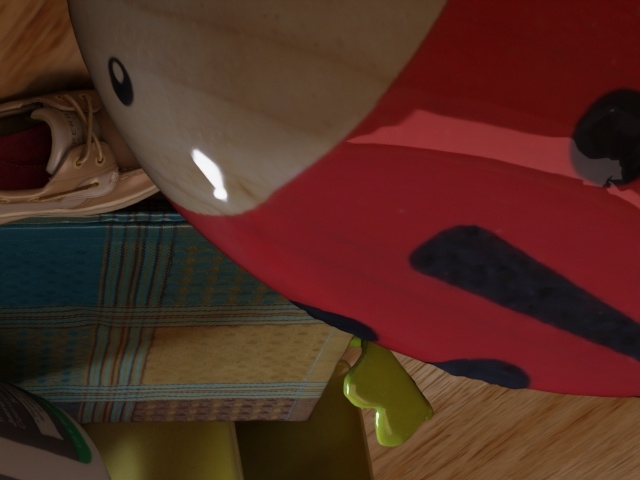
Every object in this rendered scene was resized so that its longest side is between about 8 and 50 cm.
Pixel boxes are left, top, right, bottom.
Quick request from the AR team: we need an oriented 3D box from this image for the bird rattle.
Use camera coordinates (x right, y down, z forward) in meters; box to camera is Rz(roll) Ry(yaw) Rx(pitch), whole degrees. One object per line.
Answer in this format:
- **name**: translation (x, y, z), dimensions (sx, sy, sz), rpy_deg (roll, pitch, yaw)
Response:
- **bird rattle**: translation (0.093, 0.010, 1.332), dimensions (0.207, 0.143, 0.253), rpy_deg (-17, 150, -50)

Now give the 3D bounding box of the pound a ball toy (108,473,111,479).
- **pound a ball toy**: translation (-0.338, 0.223, 1.390), dimensions (0.319, 0.135, 0.208), rpy_deg (-4, 179, -41)

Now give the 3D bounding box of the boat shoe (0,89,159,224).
- **boat shoe**: translation (-0.135, -0.045, 0.960), dimensions (0.170, 0.063, 0.059), rpy_deg (-18, 166, -11)

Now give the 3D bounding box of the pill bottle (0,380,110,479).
- **pill bottle**: translation (-0.292, 0.146, 1.057), dimensions (0.204, 0.204, 0.361), rpy_deg (-29, 152, 17)

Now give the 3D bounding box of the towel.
- **towel**: translation (-0.104, 0.044, 1.169), dimensions (0.272, 0.040, 0.370), rpy_deg (1, 157, -10)

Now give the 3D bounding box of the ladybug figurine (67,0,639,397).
- **ladybug figurine**: translation (0.089, -0.045, 0.863), dimensions (0.449, 0.161, 0.305), rpy_deg (22, 139, -31)

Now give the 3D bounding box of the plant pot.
- **plant pot**: translation (-0.085, 0.211, 1.500), dimensions (0.187, 0.212, 0.212), rpy_deg (-17, 165, 26)
